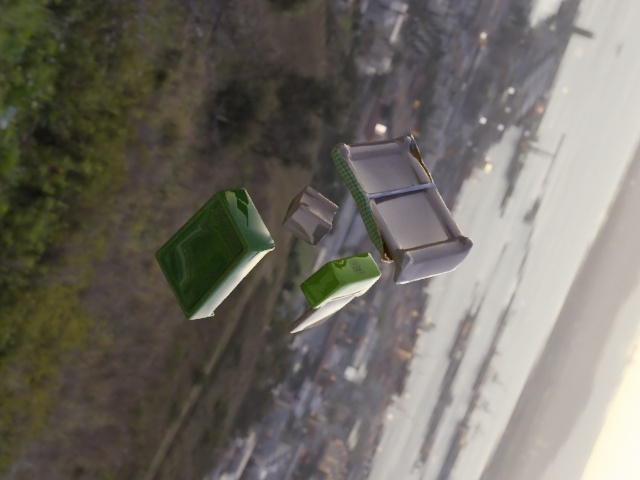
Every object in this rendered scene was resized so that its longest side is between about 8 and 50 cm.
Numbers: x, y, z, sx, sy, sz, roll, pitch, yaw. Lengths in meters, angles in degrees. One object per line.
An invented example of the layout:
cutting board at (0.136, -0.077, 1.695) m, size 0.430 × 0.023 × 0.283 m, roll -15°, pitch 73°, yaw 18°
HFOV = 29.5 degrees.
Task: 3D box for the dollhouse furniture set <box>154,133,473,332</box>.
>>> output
dollhouse furniture set at (0.000, 0.000, 0.594) m, size 0.151 × 0.076 × 0.058 m, roll -12°, pitch 156°, yaw -46°
